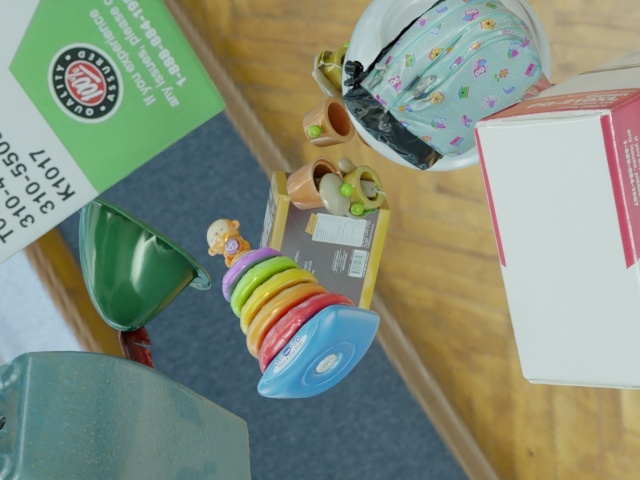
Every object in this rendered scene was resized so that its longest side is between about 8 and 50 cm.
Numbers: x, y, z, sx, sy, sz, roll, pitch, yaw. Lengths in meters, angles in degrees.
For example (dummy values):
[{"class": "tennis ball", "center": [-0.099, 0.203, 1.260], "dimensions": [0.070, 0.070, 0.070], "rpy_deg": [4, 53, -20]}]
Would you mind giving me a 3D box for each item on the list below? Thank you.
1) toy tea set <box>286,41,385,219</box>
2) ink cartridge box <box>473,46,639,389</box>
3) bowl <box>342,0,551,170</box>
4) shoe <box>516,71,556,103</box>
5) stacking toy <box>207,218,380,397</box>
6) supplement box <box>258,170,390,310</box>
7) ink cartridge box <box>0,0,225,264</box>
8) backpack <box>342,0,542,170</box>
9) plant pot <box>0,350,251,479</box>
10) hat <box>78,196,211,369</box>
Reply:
[{"class": "toy tea set", "center": [0.068, -0.156, 1.908], "dimensions": [0.124, 0.336, 0.200], "rpy_deg": [-20, 132, 38]}, {"class": "ink cartridge box", "center": [0.217, -0.028, 0.818], "dimensions": [0.100, 0.237, 0.172], "rpy_deg": [-2, 107, 42]}, {"class": "bowl", "center": [0.159, -0.255, 1.699], "dimensions": [0.298, 0.298, 0.134], "rpy_deg": [50, -179, 22]}, {"class": "shoe", "center": [0.292, -0.171, 1.579], "dimensions": [0.063, 0.178, 0.081], "rpy_deg": [121, 160, -56]}, {"class": "stacking toy", "center": [-0.075, 0.073, 1.819], "dimensions": [0.175, 0.165, 0.302], "rpy_deg": [-49, 61, 16]}, {"class": "supplement box", "center": [0.000, 0.000, 2.164], "dimensions": [0.129, 0.194, 0.191], "rpy_deg": [-105, 25, -68]}, {"class": "ink cartridge box", "center": [-0.211, -0.063, 0.477], "dimensions": [0.201, 0.278, 0.117], "rpy_deg": [58, 172, -30]}, {"class": "backpack", "center": [0.130, -0.163, 1.257], "dimensions": [0.182, 0.152, 0.115], "rpy_deg": [-44, 56, 14]}, {"class": "plant pot", "center": [-0.231, 0.241, 1.121], "dimensions": [0.248, 0.252, 0.247], "rpy_deg": [-31, 38, 19]}, {"class": "hat", "center": [-0.226, 0.077, 1.312], "dimensions": [0.208, 0.183, 0.173], "rpy_deg": [28, 165, 14]}]
